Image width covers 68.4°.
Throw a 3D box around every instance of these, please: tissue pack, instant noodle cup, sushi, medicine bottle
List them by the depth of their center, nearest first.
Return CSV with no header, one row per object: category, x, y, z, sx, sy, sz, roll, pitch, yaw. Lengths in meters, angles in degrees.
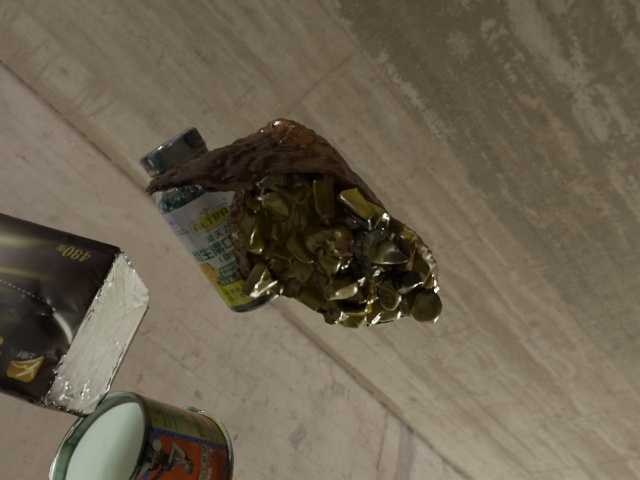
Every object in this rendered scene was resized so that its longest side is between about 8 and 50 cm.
sushi,0.003,0.001,0.457,0.296,0.167,0.179,51,-156,-33
tissue pack,-0.452,0.078,0.626,0.370,0.198,0.210,16,-113,2
medicine bottle,-0.164,-0.033,0.764,0.293,0.141,0.141,59,-147,-19
instant noodle cup,-0.337,0.430,0.878,0.214,0.296,0.296,51,-149,-43
